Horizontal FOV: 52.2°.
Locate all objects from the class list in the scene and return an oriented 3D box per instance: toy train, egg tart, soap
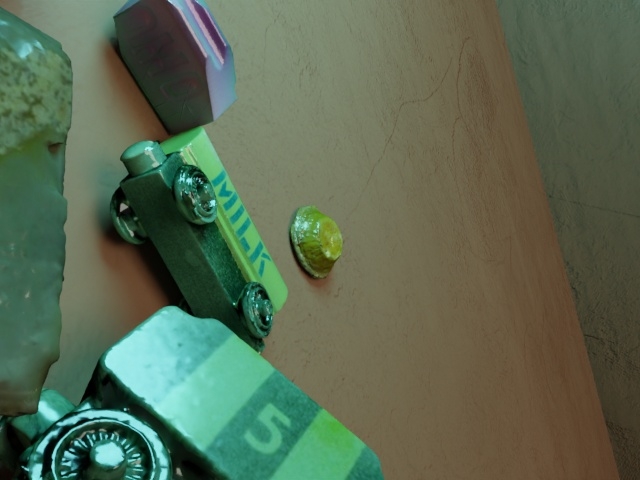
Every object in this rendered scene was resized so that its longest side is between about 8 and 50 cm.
[{"bbox_3d":[-0.097,0.206,0.505,0.299,0.166,0.238,41,37,7],"label":"toy train"},{"bbox_3d":[0.000,0.000,0.899,0.105,0.039,0.105,20,65,-51],"label":"egg tart"},{"bbox_3d":[-0.148,-0.193,0.673,0.149,0.100,0.056,61,37,-26],"label":"soap"},{"bbox_3d":[-0.114,-0.002,0.678,0.157,0.105,0.253,-71,140,-58],"label":"toy train"}]

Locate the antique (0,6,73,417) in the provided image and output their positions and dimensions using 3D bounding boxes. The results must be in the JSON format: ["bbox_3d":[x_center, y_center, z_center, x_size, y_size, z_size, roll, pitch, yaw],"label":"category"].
[{"bbox_3d":[-0.253,-0.028,0.440,0.150,0.125,0.284,29,57,-52],"label":"antique"}]
